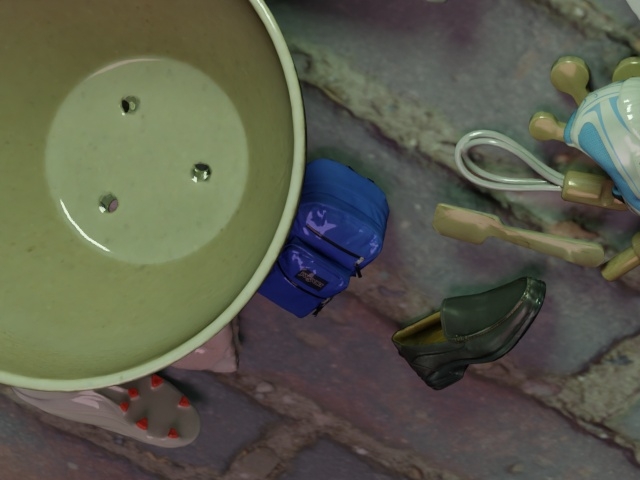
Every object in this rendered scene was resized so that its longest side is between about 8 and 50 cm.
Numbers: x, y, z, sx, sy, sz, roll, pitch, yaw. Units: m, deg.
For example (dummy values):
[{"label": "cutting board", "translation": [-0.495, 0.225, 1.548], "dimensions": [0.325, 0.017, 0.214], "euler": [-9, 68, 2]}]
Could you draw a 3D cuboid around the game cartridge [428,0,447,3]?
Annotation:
[{"label": "game cartridge", "translation": [-0.063, -0.295, 1.109], "dimensions": [0.355, 0.068, 0.230], "euler": [13, 134, 2]}]

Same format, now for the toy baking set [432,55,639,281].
[{"label": "toy baking set", "translation": [0.219, -0.052, 1.315], "dimensions": [0.197, 0.030, 0.256], "euler": [37, 127, -15]}]

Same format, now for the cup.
[{"label": "cup", "translation": [-0.154, -0.063, 1.213], "dimensions": [0.331, 0.331, 0.237], "euler": [6, 180, 10]}]

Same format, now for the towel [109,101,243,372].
[{"label": "towel", "translation": [-0.240, -0.006, 1.472], "dimensions": [0.331, 0.053, 0.317], "euler": [8, 138, 8]}]

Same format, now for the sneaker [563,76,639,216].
[{"label": "sneaker", "translation": [0.279, -0.033, 1.249], "dimensions": [0.237, 0.085, 0.086], "euler": [42, 146, -20]}]

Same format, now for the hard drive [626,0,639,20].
[{"label": "hard drive", "translation": [0.358, -0.229, 1.070], "dimensions": [0.353, 0.047, 0.233], "euler": [-20, 128, 31]}]

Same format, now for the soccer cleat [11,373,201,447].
[{"label": "soccer cleat", "translation": [-0.212, 0.156, 1.634], "dimensions": [0.196, 0.068, 0.076], "euler": [20, 153, -5]}]

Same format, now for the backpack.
[{"label": "backpack", "translation": [0.000, 0.000, 1.377], "dimensions": [0.098, 0.101, 0.120], "euler": [28, 133, -25]}]

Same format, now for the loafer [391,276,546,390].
[{"label": "loafer", "translation": [0.128, 0.075, 1.451], "dimensions": [0.061, 0.062, 0.170], "euler": [36, 133, -15]}]
